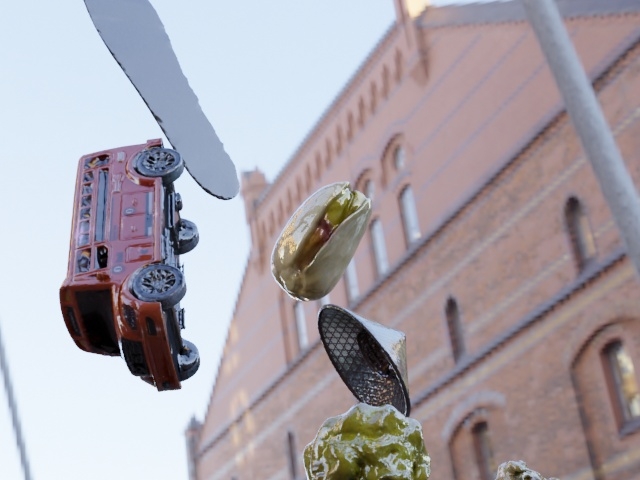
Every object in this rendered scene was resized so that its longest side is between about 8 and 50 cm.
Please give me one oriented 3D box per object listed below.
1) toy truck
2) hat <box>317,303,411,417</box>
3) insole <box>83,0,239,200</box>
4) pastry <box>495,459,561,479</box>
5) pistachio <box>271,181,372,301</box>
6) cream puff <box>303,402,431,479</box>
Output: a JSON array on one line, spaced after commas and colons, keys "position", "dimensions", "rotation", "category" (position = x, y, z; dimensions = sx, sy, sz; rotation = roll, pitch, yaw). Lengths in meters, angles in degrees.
[{"position": [-0.172, 0.022, 1.081], "dimensions": [0.114, 0.253, 0.107], "rotation": [-6, -49, -1], "category": "toy truck"}, {"position": [0.085, 0.151, 1.625], "dimensions": [0.082, 0.193, 0.193], "rotation": [-31, -17, -23], "category": "hat"}, {"position": [-0.176, -0.182, 1.253], "dimensions": [0.007, 0.328, 0.111], "rotation": [-35, -10, 33], "category": "insole"}, {"position": [0.179, 0.277, 0.809], "dimensions": [0.102, 0.250, 0.154], "rotation": [-25, -38, -3], "category": "pastry"}, {"position": [0.000, 0.000, 1.869], "dimensions": [0.117, 0.200, 0.145], "rotation": [29, -2, 10], "category": "pistachio"}, {"position": [0.052, 0.254, 1.249], "dimensions": [0.146, 0.116, 0.146], "rotation": [-2, -53, -3], "category": "cream puff"}]
